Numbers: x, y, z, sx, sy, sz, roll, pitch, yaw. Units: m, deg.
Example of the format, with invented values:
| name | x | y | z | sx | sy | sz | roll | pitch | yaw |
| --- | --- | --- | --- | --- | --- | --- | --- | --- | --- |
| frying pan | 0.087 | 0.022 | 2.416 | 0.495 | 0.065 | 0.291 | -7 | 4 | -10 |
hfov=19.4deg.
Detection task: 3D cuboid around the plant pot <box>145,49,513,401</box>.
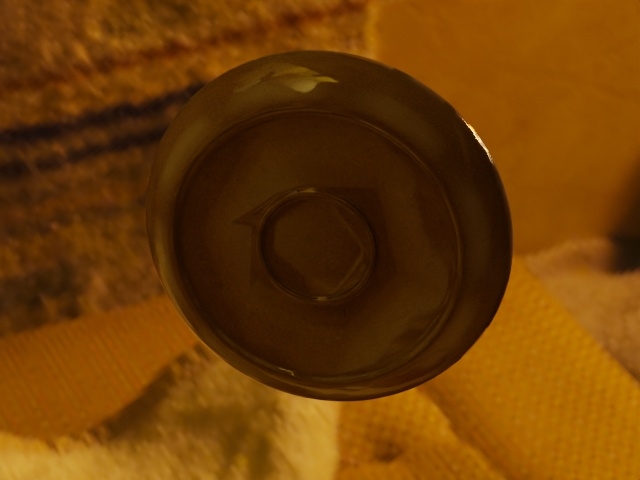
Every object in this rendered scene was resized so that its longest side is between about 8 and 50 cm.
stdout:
| name | x | y | z | sx | sy | sz | roll | pitch | yaw |
| --- | --- | --- | --- | --- | --- | --- | --- | --- | --- |
| plant pot | 0.000 | 0.000 | 1.160 | 0.236 | 0.032 | 0.236 | 5 | 114 | 12 |
